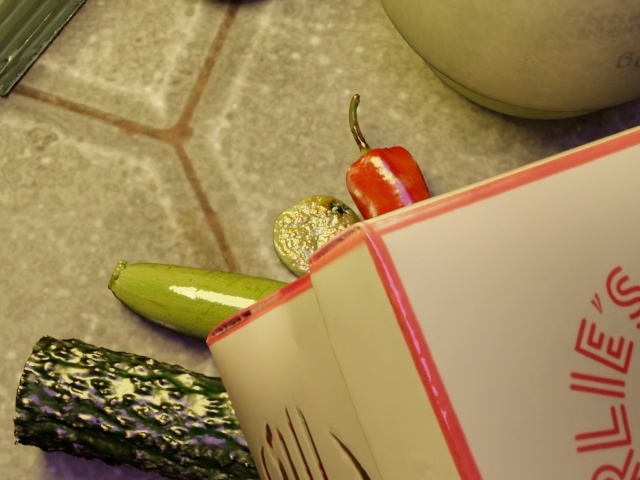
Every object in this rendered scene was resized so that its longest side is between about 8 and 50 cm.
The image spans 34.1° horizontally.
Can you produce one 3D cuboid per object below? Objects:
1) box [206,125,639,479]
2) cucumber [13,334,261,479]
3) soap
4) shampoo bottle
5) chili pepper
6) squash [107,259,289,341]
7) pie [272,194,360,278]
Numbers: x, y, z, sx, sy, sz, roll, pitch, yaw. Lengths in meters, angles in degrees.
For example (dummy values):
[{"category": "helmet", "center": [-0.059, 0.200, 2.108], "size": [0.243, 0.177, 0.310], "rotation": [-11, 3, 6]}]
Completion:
[{"category": "box", "center": [0.149, 0.122, 0.649], "size": [0.312, 0.300, 0.314], "rotation": [-20, 84, -25]}, {"category": "cucumber", "center": [-0.059, 0.151, 0.827], "size": [0.359, 0.096, 0.096], "rotation": [11, 72, 2]}, {"category": "soap", "center": [-0.267, -0.243, 0.957], "size": [0.063, 0.114, 0.198], "rotation": [33, 75, 12]}, {"category": "shampoo bottle", "center": [0.197, -0.268, 0.840], "size": [0.322, 0.317, 0.323], "rotation": [0, 73, 1]}, {"category": "chili pepper", "center": [0.072, 0.000, 0.888], "size": [0.063, 0.071, 0.272], "rotation": [-5, 72, -41]}, {"category": "squash", "center": [-0.084, 0.054, 0.874], "size": [0.201, 0.066, 0.066], "rotation": [15, 72, 10]}, {"category": "pie", "center": [0.000, 0.000, 0.913], "size": [0.085, 0.017, 0.085], "rotation": [0, 70, 1]}]
